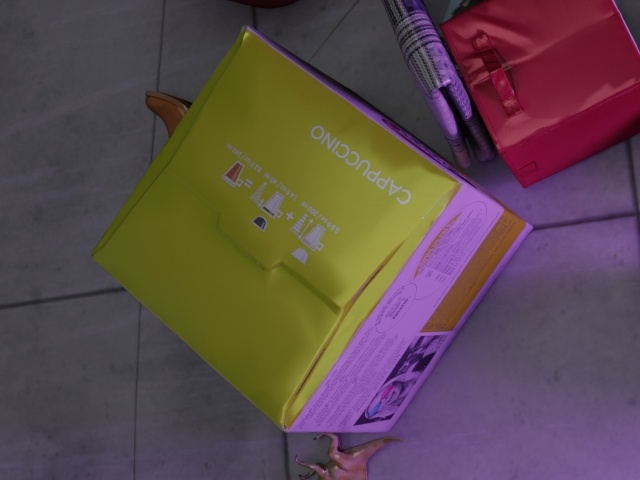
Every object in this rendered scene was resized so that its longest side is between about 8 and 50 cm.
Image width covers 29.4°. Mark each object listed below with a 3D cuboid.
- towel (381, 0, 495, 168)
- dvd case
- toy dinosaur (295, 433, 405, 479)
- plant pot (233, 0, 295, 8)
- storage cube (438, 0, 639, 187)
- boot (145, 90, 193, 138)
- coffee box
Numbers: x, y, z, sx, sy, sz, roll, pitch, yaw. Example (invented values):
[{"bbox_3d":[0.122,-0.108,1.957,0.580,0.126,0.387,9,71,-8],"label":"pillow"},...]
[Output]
[{"bbox_3d":[0.110,-0.255,1.478,0.056,0.324,0.312,-27,71,10],"label":"towel"},{"bbox_3d":[0.195,-0.264,1.624,0.087,0.013,0.119,23,93,24],"label":"dvd case"},{"bbox_3d":[0.030,0.287,1.601,0.092,0.053,0.183,46,109,7],"label":"toy dinosaur"},{"bbox_3d":[-0.110,-0.444,1.656,0.274,0.243,0.275,-3,81,22],"label":"plant pot"},{"bbox_3d":[0.281,-0.199,1.472,0.193,0.215,0.184,-26,72,11],"label":"storage cube"},{"bbox_3d":[-0.202,-0.118,1.742,0.197,0.073,0.152,31,99,27],"label":"boot"},{"bbox_3d":[0.000,0.000,1.491,0.337,0.334,0.338,39,98,23],"label":"coffee box"}]
